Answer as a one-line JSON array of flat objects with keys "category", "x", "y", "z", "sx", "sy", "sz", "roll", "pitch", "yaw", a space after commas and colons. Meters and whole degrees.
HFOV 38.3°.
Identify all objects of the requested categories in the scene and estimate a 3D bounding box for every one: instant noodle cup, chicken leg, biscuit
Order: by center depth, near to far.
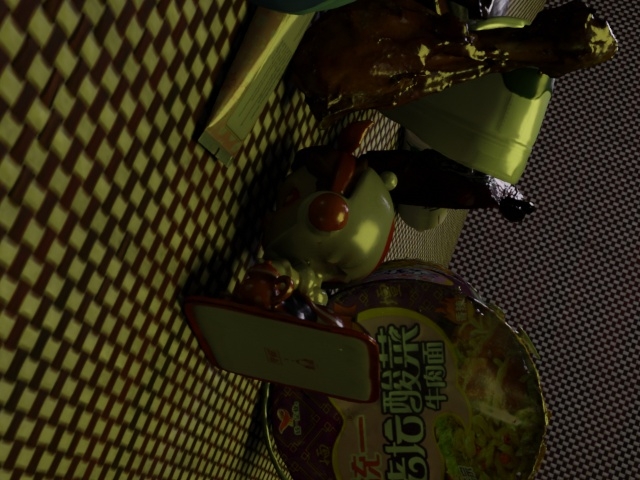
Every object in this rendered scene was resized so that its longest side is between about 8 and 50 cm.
[{"category": "chicken leg", "x": 0.120, "y": -0.167, "z": 0.818, "sx": 0.113, "sy": 0.304, "sz": 0.093, "roll": 105, "pitch": -26, "yaw": -55}, {"category": "biscuit", "x": 0.116, "y": -0.061, "z": 1.003, "sx": 0.151, "sy": 0.235, "sz": 0.063, "roll": -51, "pitch": 149, "yaw": -66}, {"category": "instant noodle cup", "x": 0.113, "y": 0.175, "z": 1.179, "sx": 0.266, "sy": 0.339, "sz": 0.340, "roll": -56, "pitch": 162, "yaw": -75}]

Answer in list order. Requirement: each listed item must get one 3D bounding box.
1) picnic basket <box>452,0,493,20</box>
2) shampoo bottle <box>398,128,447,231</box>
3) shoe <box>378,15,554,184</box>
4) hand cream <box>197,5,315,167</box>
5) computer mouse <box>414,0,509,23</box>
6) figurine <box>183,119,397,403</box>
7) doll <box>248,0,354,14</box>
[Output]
[{"category": "picnic basket", "x": 0.141, "y": -0.373, "z": 0.877, "sx": 0.222, "sy": 0.129, "sz": 0.297, "roll": -22, "pitch": 131, "yaw": -76}, {"category": "shampoo bottle", "x": 0.175, "y": -0.102, "z": 1.514, "sx": 0.303, "sy": 0.092, "sz": 0.092, "roll": 89, "pitch": 24, "yaw": -59}, {"category": "shoe", "x": 0.163, "y": -0.185, "z": 1.036, "sx": 0.363, "sy": 0.131, "sz": 0.160, "roll": -114, "pitch": -134, "yaw": -70}, {"category": "hand cream", "x": -0.032, "y": -0.155, "z": 0.672, "sx": 0.210, "sy": 0.043, "sz": 0.067, "roll": -64, "pitch": 165, "yaw": -6}, {"category": "computer mouse", "x": 0.183, "y": -0.302, "z": 1.206, "sx": 0.183, "sy": 0.116, "sz": 0.323, "roll": -62, "pitch": 165, "yaw": -23}, {"category": "figurine", "x": 0.000, "y": 0.000, "z": 0.811, "sx": 0.183, "sy": 0.160, "sz": 0.226, "roll": 84, "pitch": 20, "yaw": -64}, {"category": "doll", "x": 0.013, "y": -0.231, "z": 0.396, "sx": 0.376, "sy": 0.187, "sz": 0.366, "roll": -50, "pitch": 156, "yaw": -9}]
